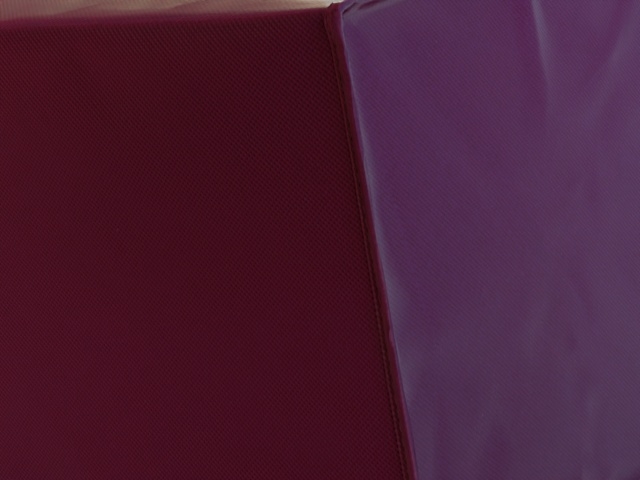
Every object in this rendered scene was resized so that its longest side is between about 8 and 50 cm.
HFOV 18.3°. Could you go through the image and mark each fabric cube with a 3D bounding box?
[{"bbox_3d":[0.000,0.000,0.855,0.258,0.259,0.254,0,-74,38],"label":"fabric cube"}]
